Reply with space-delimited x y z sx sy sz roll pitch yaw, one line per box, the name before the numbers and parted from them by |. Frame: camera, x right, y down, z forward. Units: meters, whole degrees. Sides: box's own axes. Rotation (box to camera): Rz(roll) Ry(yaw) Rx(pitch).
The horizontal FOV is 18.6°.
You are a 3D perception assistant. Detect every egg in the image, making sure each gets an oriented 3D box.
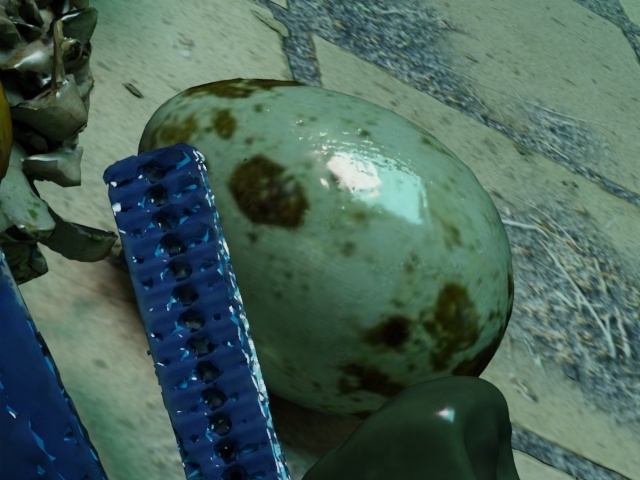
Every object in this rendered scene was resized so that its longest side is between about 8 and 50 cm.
egg | 0.000 0.000 1.078 0.231 0.169 0.169 38 23 -2

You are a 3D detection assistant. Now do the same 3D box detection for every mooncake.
mooncake | 0.069 0.149 0.899 0.168 0.175 0.104 -2 13 27

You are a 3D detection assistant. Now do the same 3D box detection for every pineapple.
pineapple | -0.195 -0.099 1.010 0.262 0.262 0.271 16 54 -37

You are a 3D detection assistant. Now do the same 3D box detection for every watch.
watch | -0.063 0.098 0.825 0.274 0.068 0.276 63 17 0

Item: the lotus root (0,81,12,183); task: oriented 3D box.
lotus root | -0.241 -0.034 0.776 0.193 0.193 0.291 46 30 23
